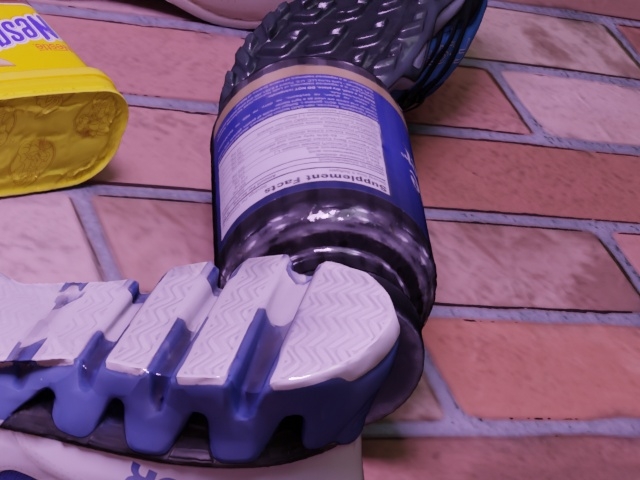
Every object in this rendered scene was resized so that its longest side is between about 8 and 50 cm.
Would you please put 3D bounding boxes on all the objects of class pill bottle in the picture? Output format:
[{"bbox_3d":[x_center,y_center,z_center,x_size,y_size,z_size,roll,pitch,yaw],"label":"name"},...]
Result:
[{"bbox_3d":[0.000,0.000,1.000,0.123,0.123,0.219,15,34,-16],"label":"pill bottle"}]

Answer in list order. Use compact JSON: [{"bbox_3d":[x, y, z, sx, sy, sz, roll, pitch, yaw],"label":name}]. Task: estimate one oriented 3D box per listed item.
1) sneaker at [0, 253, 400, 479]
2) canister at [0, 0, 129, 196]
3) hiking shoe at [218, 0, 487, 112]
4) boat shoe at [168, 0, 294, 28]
[{"bbox_3d":[-0.115,0.108,0.771,0.315,0.182,0.127,2,25,18],"label":"sneaker"},{"bbox_3d":[-0.211,-0.106,1.053,0.126,0.073,0.170,-10,46,-43],"label":"canister"},{"bbox_3d":[0.042,-0.122,1.213,0.113,0.132,0.304,21,52,27],"label":"hiking shoe"},{"bbox_3d":[-0.113,-0.226,1.257,0.324,0.116,0.096,3,42,-23],"label":"boat shoe"}]
